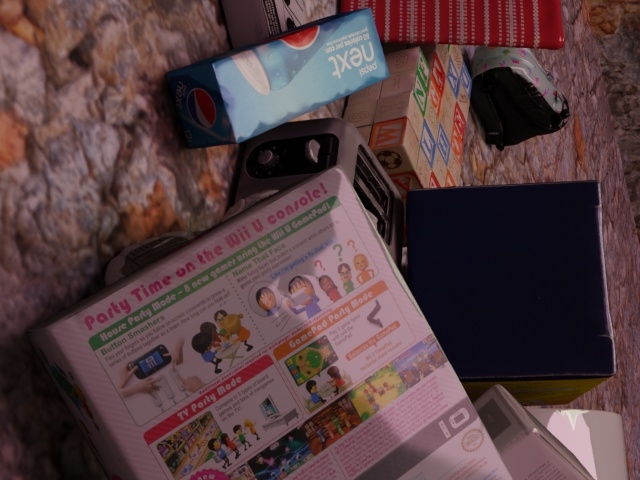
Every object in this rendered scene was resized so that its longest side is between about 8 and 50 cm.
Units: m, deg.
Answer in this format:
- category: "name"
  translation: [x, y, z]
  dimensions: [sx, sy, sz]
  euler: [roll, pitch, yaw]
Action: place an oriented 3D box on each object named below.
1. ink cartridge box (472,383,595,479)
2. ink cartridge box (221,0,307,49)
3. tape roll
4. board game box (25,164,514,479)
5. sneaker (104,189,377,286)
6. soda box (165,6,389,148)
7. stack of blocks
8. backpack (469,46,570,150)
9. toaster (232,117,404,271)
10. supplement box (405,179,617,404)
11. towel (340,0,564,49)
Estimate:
- category: "ink cartridge box"
  translation: [0.120, 0.296, 0.867]
  dimensions: [0.261, 0.296, 0.066]
  euler: [43, 8, -35]
- category: "ink cartridge box"
  translation: [-0.058, -0.241, 0.978]
  dimensions: [0.097, 0.046, 0.207]
  euler: [-36, 115, -62]
- category: "tape roll"
  translation: [0.172, 0.237, 1.039]
  dimensions: [0.286, 0.286, 0.100]
  euler: [26, 59, -60]
- category: "board game box"
  translation: [-0.019, 0.135, 0.670]
  dimensions: [0.224, 0.097, 0.303]
  euler: [-30, 96, -24]
- category: "sneaker"
  translation: [-0.056, 0.034, 0.794]
  dimensions: [0.232, 0.090, 0.115]
  euler: [-19, 121, -25]
- category: "soda box"
  translation: [-0.033, -0.149, 0.899]
  dimensions: [0.210, 0.067, 0.071]
  euler: [-30, 110, -42]
- category: "stack of blocks"
  translation: [0.113, -0.158, 1.261]
  dimensions: [0.171, 0.087, 0.297]
  euler: [58, 34, -41]
- category: "backpack"
  translation: [0.321, -0.254, 1.690]
  dimensions: [0.182, 0.152, 0.115]
  euler: [42, 39, -36]
- category: "toaster"
  translation: [0.000, 0.000, 0.950]
  dimensions: [0.185, 0.110, 0.168]
  euler: [51, 39, -47]
- category: "supplement box"
  translation: [0.199, 0.078, 1.117]
  dimensions: [0.356, 0.195, 0.194]
  euler: [66, 22, -75]
- category: "towel"
  translation: [0.163, -0.322, 1.235]
  dimensions: [0.031, 0.275, 0.199]
  euler: [91, 1, -66]
